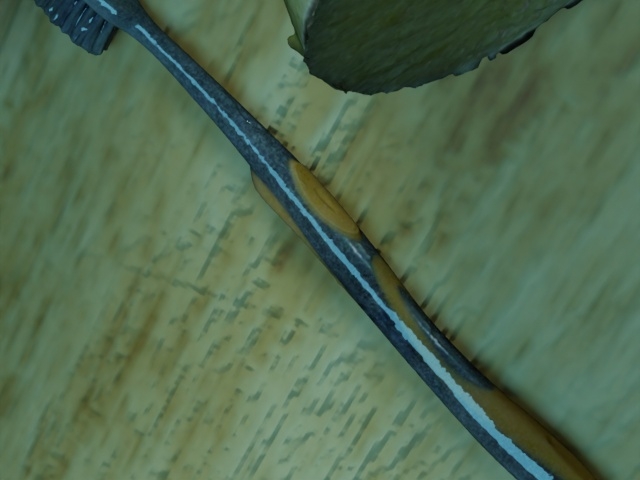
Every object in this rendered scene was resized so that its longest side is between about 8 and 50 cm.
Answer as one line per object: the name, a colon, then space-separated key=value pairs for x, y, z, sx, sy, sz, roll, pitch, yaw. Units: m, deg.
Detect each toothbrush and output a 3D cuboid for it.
toothbrush: x=0.002 y=-0.002 z=0.726 sx=0.321 sy=0.023 sz=0.031 roll=44 pitch=127 yaw=2

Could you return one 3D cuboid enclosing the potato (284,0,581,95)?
potato: x=0.052 y=-0.148 z=0.580 sx=0.202 sy=0.182 sz=0.117 roll=-45 pitch=69 yaw=26
